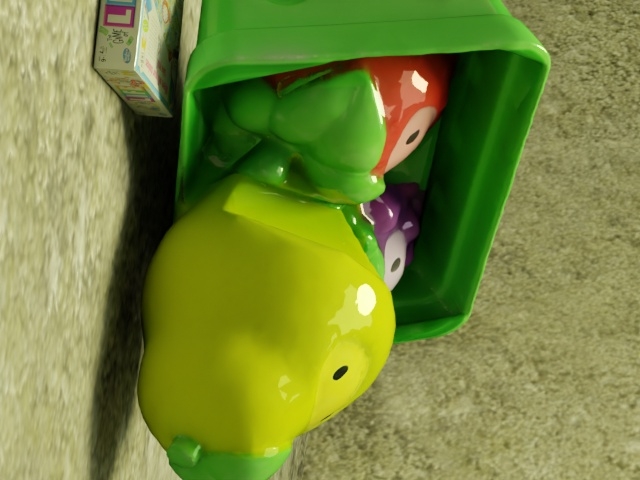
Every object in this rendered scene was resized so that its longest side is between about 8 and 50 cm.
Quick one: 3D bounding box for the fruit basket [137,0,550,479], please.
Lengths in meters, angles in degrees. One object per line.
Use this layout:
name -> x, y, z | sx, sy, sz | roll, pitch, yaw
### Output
fruit basket -> 0.000, 0.000, 1.373 | 0.392, 0.283, 0.392 | 176, -90, -80

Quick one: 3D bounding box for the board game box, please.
board game box -> -0.112, -0.143, 1.238 | 0.154, 0.026, 0.103 | 62, 33, -82
